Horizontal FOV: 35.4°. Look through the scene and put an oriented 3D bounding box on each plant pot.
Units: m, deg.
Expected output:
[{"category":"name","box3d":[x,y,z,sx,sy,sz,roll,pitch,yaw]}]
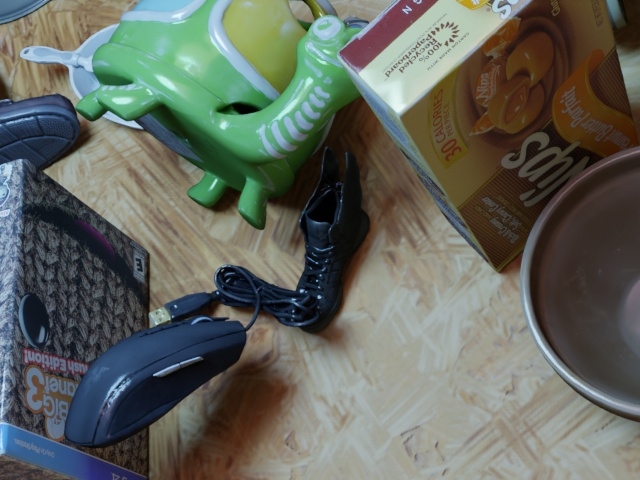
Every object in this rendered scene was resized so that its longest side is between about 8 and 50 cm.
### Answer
[{"category":"plant pot","box3d":[0.293,0.045,0.830,0.237,0.110,0.237,-10,63,20]}]

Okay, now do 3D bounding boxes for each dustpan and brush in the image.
[{"category":"dustpan and brush","box3d":[-0.279,-0.217,1.248,0.211,0.060,0.147,7,70,27]}]

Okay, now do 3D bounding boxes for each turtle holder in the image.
[{"category":"turtle holder","box3d":[-0.090,-0.171,1.000,0.243,0.320,0.227,36,80,-4]}]

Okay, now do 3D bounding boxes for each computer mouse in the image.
[{"category":"computer mouse","box3d":[-0.146,0.089,0.956,0.262,0.060,0.184,-30,24,-23]}]

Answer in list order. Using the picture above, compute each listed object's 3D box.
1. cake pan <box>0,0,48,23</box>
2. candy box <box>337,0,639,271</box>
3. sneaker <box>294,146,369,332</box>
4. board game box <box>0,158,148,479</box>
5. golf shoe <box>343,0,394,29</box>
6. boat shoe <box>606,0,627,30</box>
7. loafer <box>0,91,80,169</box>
[{"category":"cake pan","box3d":[-0.444,-0.445,1.440,0.293,0.054,0.293,-10,62,20]},{"category":"candy box","box3d":[0.157,-0.111,0.842,0.183,0.316,0.087,-41,59,2]},{"category":"sneaker","box3d":[0.002,0.001,0.997,0.051,0.089,0.170,16,74,29]},{"category":"board game box","box3d":[-0.290,0.109,0.994,0.141,0.232,0.291,-15,62,18]},{"category":"golf shoe","box3d":[0.084,-0.214,1.091,0.176,0.069,0.086,-18,80,20]},{"category":"boat shoe","box3d":[0.229,-0.307,1.036,0.103,0.113,0.302,-22,48,15]},{"category":"loafer","box3d":[-0.436,-0.120,1.252,0.302,0.109,0.095,-24,54,16]}]
